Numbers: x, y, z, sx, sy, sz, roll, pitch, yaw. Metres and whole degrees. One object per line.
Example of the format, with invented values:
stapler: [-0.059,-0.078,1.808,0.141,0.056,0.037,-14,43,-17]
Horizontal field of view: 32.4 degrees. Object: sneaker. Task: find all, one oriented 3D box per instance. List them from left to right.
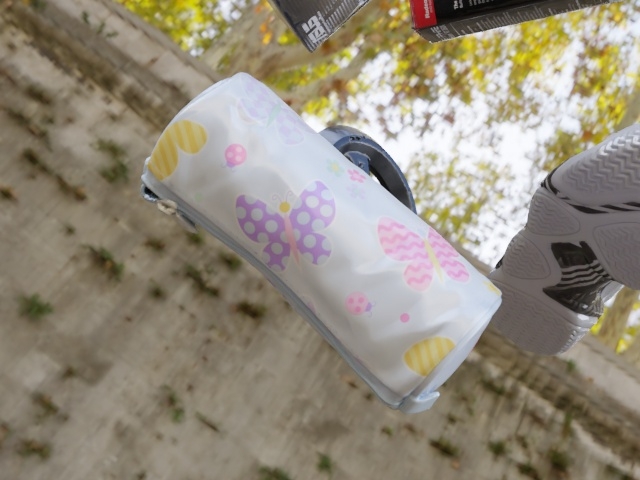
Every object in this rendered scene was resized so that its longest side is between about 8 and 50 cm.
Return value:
sneaker: [0.290,-0.039,1.056,0.137,0.210,0.366,40,-29,8]

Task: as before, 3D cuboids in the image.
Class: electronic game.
electronic game: [0.053,-0.043,1.447,0.048,0.229,0.229,-21,-64,39]

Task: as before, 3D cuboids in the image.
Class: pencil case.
pencil case: [0.000,0.000,0.796,0.273,0.124,0.113,40,-43,7]

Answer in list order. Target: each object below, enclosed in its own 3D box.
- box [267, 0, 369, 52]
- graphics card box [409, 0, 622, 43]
box: [0.031,-0.301,1.060,0.060,0.216,0.270,49,4,9]
graphics card box: [0.283,-0.397,1.349,0.371,0.094,0.232,-11,-97,19]
